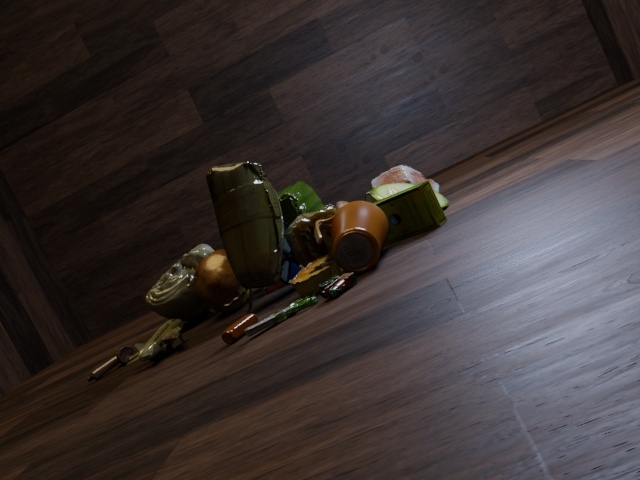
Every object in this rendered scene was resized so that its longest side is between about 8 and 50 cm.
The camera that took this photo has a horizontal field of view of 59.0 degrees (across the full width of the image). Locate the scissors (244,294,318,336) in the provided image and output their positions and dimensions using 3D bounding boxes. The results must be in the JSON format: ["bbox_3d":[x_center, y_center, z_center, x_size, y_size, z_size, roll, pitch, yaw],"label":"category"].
[{"bbox_3d":[-0.103,0.194,1.462,0.204,0.027,0.101,-26,2,-26],"label":"scissors"}]

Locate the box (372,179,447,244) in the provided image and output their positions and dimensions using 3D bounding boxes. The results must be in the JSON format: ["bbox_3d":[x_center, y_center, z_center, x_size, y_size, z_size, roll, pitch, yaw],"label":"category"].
[{"bbox_3d":[0.267,-0.084,1.775,0.220,0.141,0.064,-20,8,44],"label":"box"}]

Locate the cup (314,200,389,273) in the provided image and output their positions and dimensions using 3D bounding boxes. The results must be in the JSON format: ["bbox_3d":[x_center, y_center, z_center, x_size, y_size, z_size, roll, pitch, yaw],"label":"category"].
[{"bbox_3d":[0.088,-0.010,1.660,0.226,0.182,0.264,9,17,4],"label":"cup"}]

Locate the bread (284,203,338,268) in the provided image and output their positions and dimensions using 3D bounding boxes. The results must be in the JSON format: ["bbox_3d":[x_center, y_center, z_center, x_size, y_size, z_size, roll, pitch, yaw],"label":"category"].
[{"bbox_3d":[0.001,0.002,1.881,0.192,0.209,0.110,-29,11,-24],"label":"bread"}]

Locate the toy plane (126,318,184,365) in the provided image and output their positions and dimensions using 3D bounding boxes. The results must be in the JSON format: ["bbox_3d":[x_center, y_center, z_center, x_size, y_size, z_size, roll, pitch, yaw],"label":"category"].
[{"bbox_3d":[-0.510,0.325,1.820,0.229,0.092,0.244,-26,4,26],"label":"toy plane"}]

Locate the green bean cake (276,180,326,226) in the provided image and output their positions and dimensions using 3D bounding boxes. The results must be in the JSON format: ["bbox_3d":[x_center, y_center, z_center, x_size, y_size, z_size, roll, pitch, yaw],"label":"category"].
[{"bbox_3d":[-0.104,-0.060,2.425,0.319,0.335,0.218,-20,18,37],"label":"green bean cake"}]

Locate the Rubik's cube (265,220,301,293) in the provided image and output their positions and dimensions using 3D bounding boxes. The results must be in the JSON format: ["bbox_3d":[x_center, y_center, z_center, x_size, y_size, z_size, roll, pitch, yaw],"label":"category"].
[{"bbox_3d":[-0.025,0.080,2.070,0.234,0.284,0.250,4,-10,40],"label":"Rubik's cube"}]

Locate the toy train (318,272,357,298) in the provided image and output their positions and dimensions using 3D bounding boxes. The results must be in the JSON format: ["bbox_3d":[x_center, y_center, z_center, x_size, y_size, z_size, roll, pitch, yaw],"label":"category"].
[{"bbox_3d":[0.042,0.117,1.445,0.064,0.044,0.103,-8,15,39],"label":"toy train"}]

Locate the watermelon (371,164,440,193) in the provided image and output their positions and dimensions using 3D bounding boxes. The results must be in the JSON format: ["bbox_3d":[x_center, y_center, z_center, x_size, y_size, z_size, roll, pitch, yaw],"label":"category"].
[{"bbox_3d":[0.317,-0.181,2.182,0.213,0.201,0.261,-24,14,31],"label":"watermelon"}]

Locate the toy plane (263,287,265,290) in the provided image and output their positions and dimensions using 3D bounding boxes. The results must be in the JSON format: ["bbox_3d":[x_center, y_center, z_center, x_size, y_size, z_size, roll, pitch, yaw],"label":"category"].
[{"bbox_3d":[-0.259,0.127,2.241,0.256,0.242,0.104,18,78,46],"label":"toy plane"}]

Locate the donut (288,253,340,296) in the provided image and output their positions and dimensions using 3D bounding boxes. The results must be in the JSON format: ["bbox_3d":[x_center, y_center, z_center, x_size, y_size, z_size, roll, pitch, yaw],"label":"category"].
[{"bbox_3d":[-0.015,0.108,1.650,0.146,0.078,0.181,-26,11,13],"label":"donut"}]

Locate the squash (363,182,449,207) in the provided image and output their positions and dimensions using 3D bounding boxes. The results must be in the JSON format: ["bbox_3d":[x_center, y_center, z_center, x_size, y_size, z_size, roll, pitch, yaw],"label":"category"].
[{"bbox_3d":[0.306,-0.150,1.965,0.261,0.189,0.189,-30,6,-7],"label":"squash"}]

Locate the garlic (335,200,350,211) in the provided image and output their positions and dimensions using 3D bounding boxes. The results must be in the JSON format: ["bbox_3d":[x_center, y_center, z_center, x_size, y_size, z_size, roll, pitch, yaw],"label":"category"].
[{"bbox_3d":[0.112,-0.051,2.191,0.160,0.191,0.214,-50,10,18],"label":"garlic"}]

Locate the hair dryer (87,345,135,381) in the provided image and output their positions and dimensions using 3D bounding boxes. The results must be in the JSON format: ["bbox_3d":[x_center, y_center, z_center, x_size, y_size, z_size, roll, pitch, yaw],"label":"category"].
[{"bbox_3d":[-0.762,0.448,2.045,0.182,0.064,0.117,-36,9,-33],"label":"hair dryer"}]

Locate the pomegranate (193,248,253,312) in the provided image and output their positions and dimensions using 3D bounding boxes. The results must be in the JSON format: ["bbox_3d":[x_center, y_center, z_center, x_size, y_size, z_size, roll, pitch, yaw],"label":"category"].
[{"bbox_3d":[-0.346,0.148,2.067,0.248,0.248,0.248,-26,5,3],"label":"pomegranate"}]

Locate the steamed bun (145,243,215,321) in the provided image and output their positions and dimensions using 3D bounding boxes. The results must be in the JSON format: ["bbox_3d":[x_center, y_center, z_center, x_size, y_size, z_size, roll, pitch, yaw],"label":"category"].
[{"bbox_3d":[-0.514,0.193,2.289,0.339,0.247,0.352,-46,3,-10],"label":"steamed bun"}]

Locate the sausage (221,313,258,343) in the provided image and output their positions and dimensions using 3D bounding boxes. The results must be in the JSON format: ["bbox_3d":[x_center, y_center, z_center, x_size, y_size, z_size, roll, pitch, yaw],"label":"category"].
[{"bbox_3d":[-0.214,0.234,1.526,0.039,0.041,0.131,-29,3,36],"label":"sausage"}]

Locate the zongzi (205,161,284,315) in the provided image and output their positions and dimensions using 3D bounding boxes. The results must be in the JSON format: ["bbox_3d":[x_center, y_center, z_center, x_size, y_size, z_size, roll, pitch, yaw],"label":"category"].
[{"bbox_3d":[-0.193,0.003,1.974,0.218,0.499,0.467,-17,-12,12],"label":"zongzi"}]
